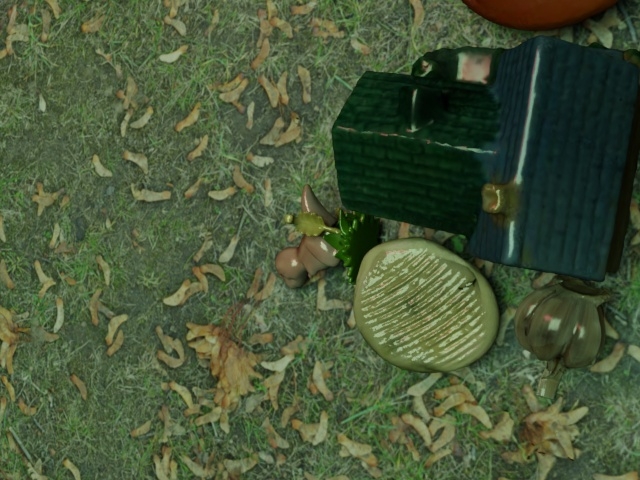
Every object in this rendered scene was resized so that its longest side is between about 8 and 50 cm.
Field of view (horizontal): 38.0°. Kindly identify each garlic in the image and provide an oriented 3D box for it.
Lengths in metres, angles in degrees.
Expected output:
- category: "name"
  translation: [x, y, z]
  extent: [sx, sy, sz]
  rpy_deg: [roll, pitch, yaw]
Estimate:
- category: "garlic"
  translation: [0.343, 0.149, 1.359]
  extent: [0.131, 0.127, 0.194]
  rpy_deg: [29, 120, 22]

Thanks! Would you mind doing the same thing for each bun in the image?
- category: "bun"
  translation: [0.161, 0.101, 1.451]
  extent: [0.237, 0.116, 0.210]
  rpy_deg: [45, 105, 7]

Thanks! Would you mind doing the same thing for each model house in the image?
- category: "model house"
  translation: [0.238, -0.140, 1.296]
  extent: [0.382, 0.342, 0.335]
  rpy_deg: [10, 93, 28]

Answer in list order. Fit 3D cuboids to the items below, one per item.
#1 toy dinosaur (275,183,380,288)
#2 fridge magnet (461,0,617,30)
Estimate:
- category: "toy dinosaur"
  translation: [0.003, -0.005, 1.546]
  extent: [0.177, 0.152, 0.194]
  rpy_deg: [8, 132, 28]
- category: "fridge magnet"
  translation: [0.337, -0.488, 1.365]
  extent: [0.363, 0.155, 0.364]
  rpy_deg: [-1, 87, 27]
